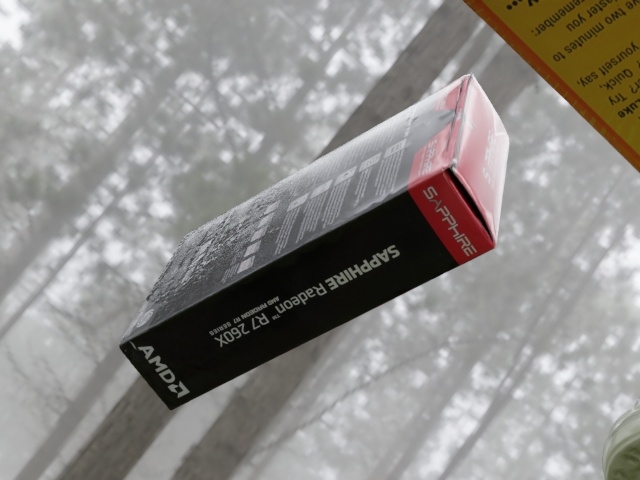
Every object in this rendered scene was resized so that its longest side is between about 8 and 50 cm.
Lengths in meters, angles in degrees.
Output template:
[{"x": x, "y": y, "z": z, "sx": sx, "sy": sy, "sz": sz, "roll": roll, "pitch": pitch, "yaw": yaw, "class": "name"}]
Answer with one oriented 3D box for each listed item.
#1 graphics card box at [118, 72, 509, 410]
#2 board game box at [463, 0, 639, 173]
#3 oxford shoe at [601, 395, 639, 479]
[{"x": 0.000, "y": 0.000, "z": 1.180, "sx": 0.371, "sy": 0.233, "sz": 0.094, "roll": -28, "pitch": -70, "yaw": 23, "class": "graphics card box"}, {"x": 0.245, "y": -0.320, "z": 0.755, "sx": 0.356, "sy": 0.356, "sz": 0.356, "roll": 40, "pitch": -53, "yaw": -20, "class": "board game box"}, {"x": 0.386, "y": 0.089, "z": 0.727, "sx": 0.449, "sy": 0.130, "sz": 0.169, "roll": -15, "pitch": -68, "yaw": 32, "class": "oxford shoe"}]
